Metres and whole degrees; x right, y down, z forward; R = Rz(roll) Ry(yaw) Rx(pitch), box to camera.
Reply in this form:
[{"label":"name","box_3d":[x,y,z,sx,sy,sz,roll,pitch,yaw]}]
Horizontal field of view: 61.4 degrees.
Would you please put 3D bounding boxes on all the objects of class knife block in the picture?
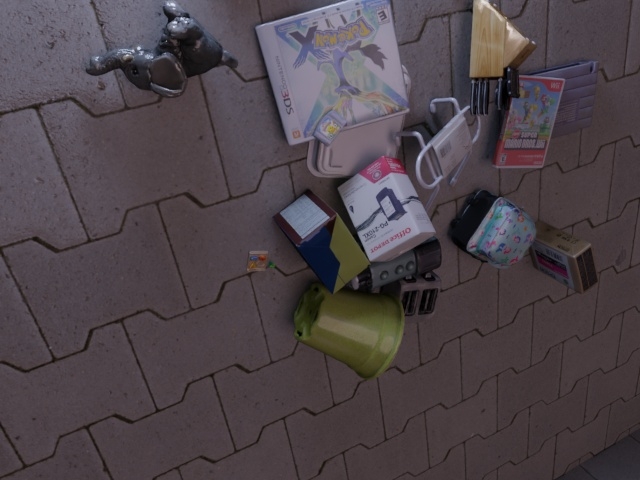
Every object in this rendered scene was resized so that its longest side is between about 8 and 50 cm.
[{"label":"knife block","box_3d":[0.466,-0.500,1.522,0.242,0.275,0.088,-47,161,32]}]

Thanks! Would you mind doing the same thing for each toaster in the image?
[{"label":"toaster","box_3d":[0.288,0.181,1.767,0.168,0.110,0.185,-1,113,-26]}]

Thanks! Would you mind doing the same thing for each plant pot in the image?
[{"label":"plant pot","box_3d":[0.067,0.249,1.617,0.254,0.276,0.276,22,101,-21]}]

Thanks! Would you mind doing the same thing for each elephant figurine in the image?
[{"label":"elephant figurine","box_3d":[-0.346,-0.386,1.183,0.239,0.186,0.169,-45,168,10]}]

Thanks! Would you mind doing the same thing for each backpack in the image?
[{"label":"backpack","box_3d":[0.593,-0.023,1.795,0.254,0.191,0.225,27,97,-39]}]

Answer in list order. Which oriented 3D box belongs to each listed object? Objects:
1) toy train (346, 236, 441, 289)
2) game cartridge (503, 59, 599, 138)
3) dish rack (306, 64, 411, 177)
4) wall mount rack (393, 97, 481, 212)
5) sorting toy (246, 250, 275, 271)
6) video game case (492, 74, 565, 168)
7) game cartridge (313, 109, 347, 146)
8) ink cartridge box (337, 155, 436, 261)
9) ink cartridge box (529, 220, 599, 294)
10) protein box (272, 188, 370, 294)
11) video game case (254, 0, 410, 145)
[{"label":"toy train","box_3d":[0.198,0.049,1.613,0.334,0.190,0.142,-17,118,-20]},{"label":"game cartridge","box_3d":[0.745,-0.443,1.755,0.355,0.068,0.230,-16,122,-20]},{"label":"dish rack","box_3d":[0.118,-0.323,1.480,0.286,0.072,0.332,-2,114,-27]},{"label":"wall mount rack","box_3d":[0.347,-0.230,1.569,0.350,0.130,0.304,-44,123,-31]},{"label":"sorting toy","box_3d":[-0.166,0.059,1.538,0.083,0.012,0.062,0,111,-27]},{"label":"video game case","box_3d":[0.653,-0.367,1.693,0.204,0.025,0.285,-4,113,-25]},{"label":"game cartridge","box_3d":[0.022,-0.286,1.367,0.056,0.017,0.083,34,105,-15]},{"label":"ink cartridge box","box_3d":[0.177,-0.081,1.468,0.172,0.237,0.100,-33,162,33]},{"label":"ink cartridge box","box_3d":[0.859,0.058,1.930,0.088,0.235,0.193,-35,122,-9]},{"label":"protein box","box_3d":[0.000,0.000,1.479,0.136,0.201,0.199,-38,123,-4]},{"label":"video game case","box_3d":[0.038,-0.421,1.340,0.329,0.036,0.299,-16,113,-1]}]
